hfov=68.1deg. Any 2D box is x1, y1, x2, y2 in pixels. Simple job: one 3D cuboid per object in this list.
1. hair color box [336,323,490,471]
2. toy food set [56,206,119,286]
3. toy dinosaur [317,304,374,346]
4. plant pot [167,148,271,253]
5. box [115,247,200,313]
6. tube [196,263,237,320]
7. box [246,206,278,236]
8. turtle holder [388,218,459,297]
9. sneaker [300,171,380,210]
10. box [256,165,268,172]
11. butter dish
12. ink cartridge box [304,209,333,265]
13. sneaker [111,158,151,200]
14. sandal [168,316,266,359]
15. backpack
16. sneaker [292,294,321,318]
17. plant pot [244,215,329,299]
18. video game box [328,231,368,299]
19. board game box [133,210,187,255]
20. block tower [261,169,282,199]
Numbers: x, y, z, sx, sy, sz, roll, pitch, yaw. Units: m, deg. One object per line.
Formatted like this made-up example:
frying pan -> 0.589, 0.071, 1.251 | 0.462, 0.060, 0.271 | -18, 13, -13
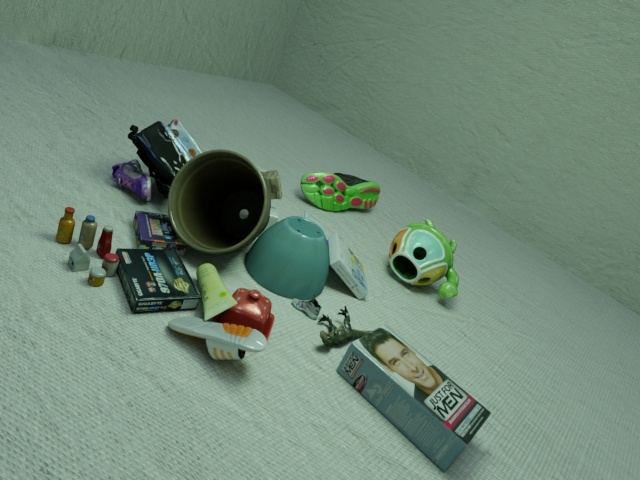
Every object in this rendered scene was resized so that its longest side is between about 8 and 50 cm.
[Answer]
hair color box -> 0.248, 0.408, 1.286 | 0.374, 0.113, 0.185 | 38, 28, 26
toy food set -> -0.616, 0.010, 1.275 | 0.111, 0.104, 0.232 | -6, 40, -48
toy dinosaur -> 0.068, 0.267, 1.459 | 0.268, 0.064, 0.118 | 1, 41, -45
plant pot -> -0.295, -0.105, 1.573 | 0.323, 0.323, 0.280 | 31, -1, 12
box -> -0.452, 0.106, 1.303 | 0.175, 0.051, 0.220 | 3, 34, -39
tube -> -0.297, 0.138, 1.313 | 0.062, 0.070, 0.240 | 20, 14, -29
box -> -0.224, -0.078, 1.797 | 0.101, 0.102, 0.087 | 17, 24, -18
turtle holder -> 0.415, 0.094, 1.947 | 0.227, 0.243, 0.320 | -33, 101, -44
sneaker -> 0.080, -0.246, 2.356 | 0.483, 0.185, 0.202 | 6, 14, -41
box -> -0.289, -0.226, 1.986 | 0.091, 0.130, 0.170 | 26, 25, -1
butter dish -> -0.196, 0.187, 1.302 | 0.160, 0.118, 0.160 | 23, 25, -4
ink cartridge box -> 0.000, 0.000, 1.844 | 0.208, 0.045, 0.206 | 40, 21, -19
sneaker -> -0.671, -0.211, 1.675 | 0.105, 0.095, 0.236 | -7, 35, -38
sandal -> -0.258, 0.253, 1.188 | 0.265, 0.076, 0.102 | 10, 12, 17
backpack -> -0.548, -0.300, 1.718 | 0.213, 0.263, 0.276 | -36, 103, -24
sneaker -> -0.038, 0.194, 1.486 | 0.098, 0.069, 0.038 | 31, 26, 12
plant pot -> -0.086, 0.034, 1.602 | 0.290, 0.195, 0.290 | 21, 26, -11
video game box -> 0.099, 0.090, 1.736 | 0.187, 0.048, 0.205 | 48, 17, -22
board game box -> -0.511, -0.025, 1.504 | 0.141, 0.048, 0.170 | 9, 30, -33
block tower -> -0.314, -0.200, 1.809 | 0.336, 0.090, 0.097 | -4, 27, 5
